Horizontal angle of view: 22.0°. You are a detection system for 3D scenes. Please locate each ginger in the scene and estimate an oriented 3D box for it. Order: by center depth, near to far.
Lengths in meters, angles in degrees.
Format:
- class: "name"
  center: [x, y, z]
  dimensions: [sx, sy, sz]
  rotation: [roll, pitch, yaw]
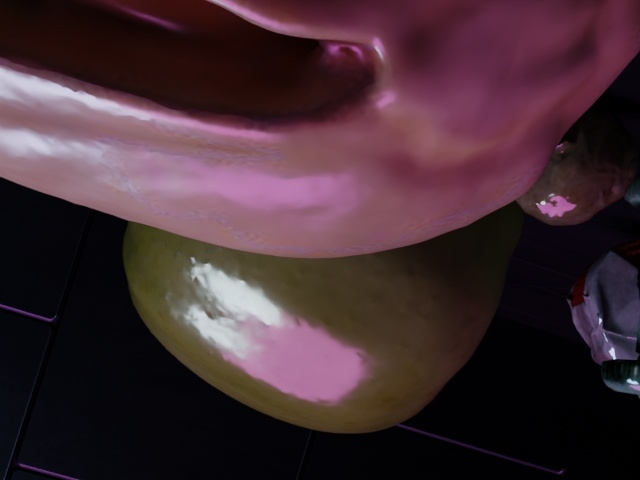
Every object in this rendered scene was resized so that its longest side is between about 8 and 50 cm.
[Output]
- class: "ginger"
  center: [0.089, -0.066, 0.964]
  dimensions: [0.204, 0.080, 0.104]
  rotation: [20, 169, -17]

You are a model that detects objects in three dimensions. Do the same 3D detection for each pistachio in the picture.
- class: "pistachio"
  center: [-0.049, -0.105, 0.479]
  dimensions: [0.299, 0.187, 0.187]
  rotation: [22, 176, 11]

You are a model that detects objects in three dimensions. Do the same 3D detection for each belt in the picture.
- class: "belt"
  center: [0.321, 0.068, 1.430]
  dimensions: [0.201, 0.128, 0.124]
  rotation: [18, 175, 2]

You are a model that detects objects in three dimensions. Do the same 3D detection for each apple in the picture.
- class: "apple"
  center: [0.000, 0.000, 1.113]
  dimensions: [0.279, 0.279, 0.279]
  rotation: [17, 175, 1]

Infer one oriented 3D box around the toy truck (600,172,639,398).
- class: "toy truck"
  center: [0.271, 0.030, 1.023]
  dimensions: [0.156, 0.155, 0.279]
  rotation: [8, 175, 3]
